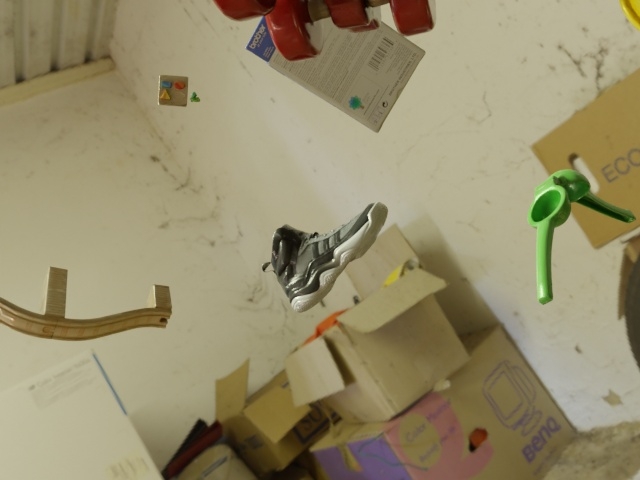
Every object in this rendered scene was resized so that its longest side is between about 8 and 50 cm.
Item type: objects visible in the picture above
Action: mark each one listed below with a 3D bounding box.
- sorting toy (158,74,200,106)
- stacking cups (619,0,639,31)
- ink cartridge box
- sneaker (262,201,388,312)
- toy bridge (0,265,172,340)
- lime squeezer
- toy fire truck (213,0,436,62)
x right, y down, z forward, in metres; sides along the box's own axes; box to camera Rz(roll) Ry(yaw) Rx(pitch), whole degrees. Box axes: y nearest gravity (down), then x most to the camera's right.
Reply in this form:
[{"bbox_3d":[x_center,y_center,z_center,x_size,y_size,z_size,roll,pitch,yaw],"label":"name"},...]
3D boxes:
[{"bbox_3d":[-0.278,-0.295,1.132,0.083,0.062,0.012,4,-1,-3],"label":"sorting toy"},{"bbox_3d":[0.245,-0.226,0.268,0.096,0.096,0.316,-35,-18,-4],"label":"stacking cups"},{"bbox_3d":[0.029,-0.371,1.124,0.186,0.311,0.065,-58,20,12],"label":"ink cartridge box"},{"bbox_3d":[0.000,0.000,1.115,0.269,0.153,0.101,-49,-13,8],"label":"sneaker"},{"bbox_3d":[-0.209,0.048,0.446,0.188,0.063,0.026,14,-60,-30],"label":"toy bridge"},{"bbox_3d":[0.295,-0.025,0.695,0.058,0.110,0.310,-18,5,45],"label":"lime squeezer"},{"bbox_3d":[0.001,-0.332,0.548,0.169,0.254,0.302,-6,-3,20],"label":"toy fire truck"}]
